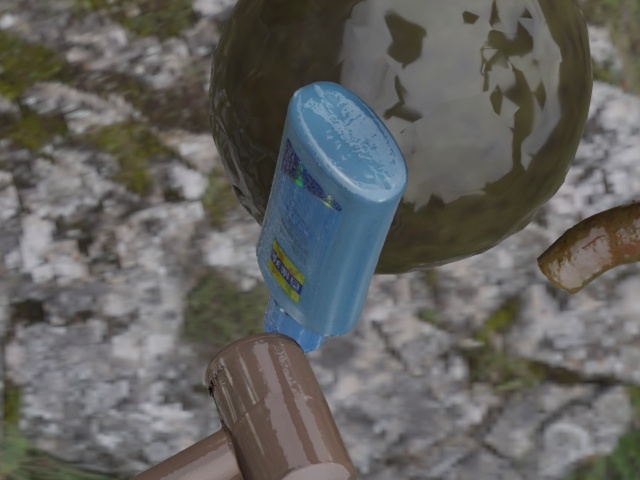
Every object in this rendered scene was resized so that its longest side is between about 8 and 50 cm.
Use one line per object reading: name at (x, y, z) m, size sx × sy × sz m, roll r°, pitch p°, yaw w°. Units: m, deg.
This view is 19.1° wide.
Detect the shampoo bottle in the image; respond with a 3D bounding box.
shampoo bottle at (0.000, 0.000, 1.357) m, size 0.061 × 0.258 × 0.104 m, roll -26°, pitch 66°, yaw -24°

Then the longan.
longan at (0.076, -0.156, 1.886) m, size 0.391 × 0.391 × 0.391 m, roll 3°, pitch 84°, yaw -30°

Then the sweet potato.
sweet potato at (0.369, -0.058, 1.717) m, size 0.109 × 0.385 × 0.109 m, roll 38°, pitch 29°, yaw -26°

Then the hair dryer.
hair dryer at (-0.073, 0.143, 1.123) m, size 0.181 × 0.117 × 0.064 m, roll -30°, pitch 142°, yaw 7°
